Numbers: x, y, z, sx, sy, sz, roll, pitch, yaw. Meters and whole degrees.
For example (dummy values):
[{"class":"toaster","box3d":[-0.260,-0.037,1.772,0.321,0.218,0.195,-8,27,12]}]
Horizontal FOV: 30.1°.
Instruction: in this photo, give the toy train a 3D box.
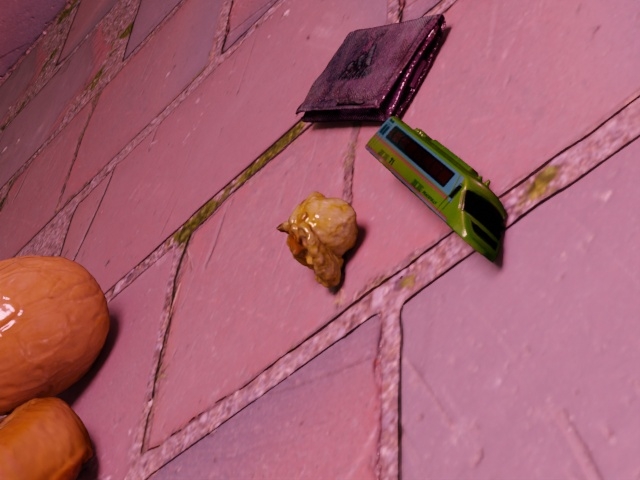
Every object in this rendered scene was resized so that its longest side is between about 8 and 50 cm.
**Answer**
[{"class":"toy train","box3d":[0.091,-0.043,0.876,0.042,0.044,0.209,-51,26,6]}]

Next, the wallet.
[{"class":"wallet","box3d":[0.047,-0.157,1.112,0.111,0.030,0.166,-56,26,-13]}]

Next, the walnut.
[{"class":"walnut","box3d":[-0.326,0.100,1.278,0.197,0.165,0.165,-23,18,-18]}]

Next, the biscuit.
[{"class":"biscuit","box3d":[-0.355,0.247,1.131,0.296,0.102,0.296,-32,6,4]}]

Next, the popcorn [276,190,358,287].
[{"class":"popcorn","box3d":[0.000,-0.002,0.971,0.068,0.059,0.083,-36,40,35]}]
